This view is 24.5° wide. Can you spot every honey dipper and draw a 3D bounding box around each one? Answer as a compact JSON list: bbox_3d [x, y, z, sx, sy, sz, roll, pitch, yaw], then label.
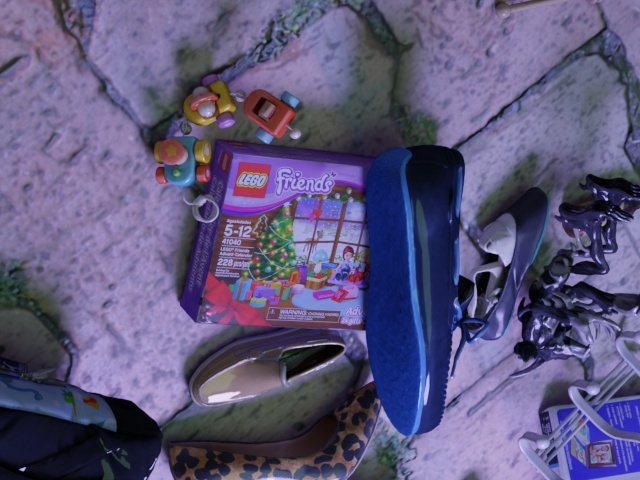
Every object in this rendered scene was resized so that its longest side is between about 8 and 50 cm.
[{"bbox_3d":[0.276,-0.282,1.720,0.160,0.030,0.030,-15,117,-17],"label":"honey dipper"}]

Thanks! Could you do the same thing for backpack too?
[{"bbox_3d":[-0.387,0.239,1.481,0.355,0.273,0.290,15,107,-54],"label":"backpack"}]

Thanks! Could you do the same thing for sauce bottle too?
[{"bbox_3d":[0.367,-0.040,1.862,0.128,0.042,0.042,-21,119,-22],"label":"sauce bottle"}]

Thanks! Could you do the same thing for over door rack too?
[{"bbox_3d":[0.439,0.305,1.901,0.239,0.108,0.324,-40,93,-27],"label":"over door rack"}]

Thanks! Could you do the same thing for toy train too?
[{"bbox_3d":[-0.105,-0.107,1.538,0.166,0.125,0.046,-51,160,5],"label":"toy train"}]

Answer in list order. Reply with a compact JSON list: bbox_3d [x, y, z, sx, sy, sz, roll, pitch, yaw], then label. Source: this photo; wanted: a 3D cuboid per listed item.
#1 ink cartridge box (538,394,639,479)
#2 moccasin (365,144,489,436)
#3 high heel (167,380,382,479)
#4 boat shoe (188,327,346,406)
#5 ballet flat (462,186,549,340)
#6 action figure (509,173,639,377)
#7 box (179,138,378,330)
[{"bbox_3d":[0.405,0.315,1.968,0.208,0.045,0.206,-4,76,-24],"label":"ink cartridge box"},{"bbox_3d":[0.129,0.061,1.655,0.116,0.137,0.342,-14,118,-28],"label":"moccasin"},{"bbox_3d":[-0.049,0.225,1.744,0.186,0.093,0.261,44,75,-14],"label":"high heel"},{"bbox_3d":[-0.059,0.145,1.697,0.190,0.072,0.068,-26,121,-15],"label":"boat shoe"},{"bbox_3d":[0.220,0.029,1.799,0.074,0.074,0.203,7,110,-30],"label":"ballet flat"},{"bbox_3d":[0.320,0.067,1.790,0.164,0.141,0.276,-39,150,-54],"label":"action figure"},{"bbox_3d":[0.000,0.000,1.675,0.293,0.057,0.201,4,108,-29],"label":"box"}]
